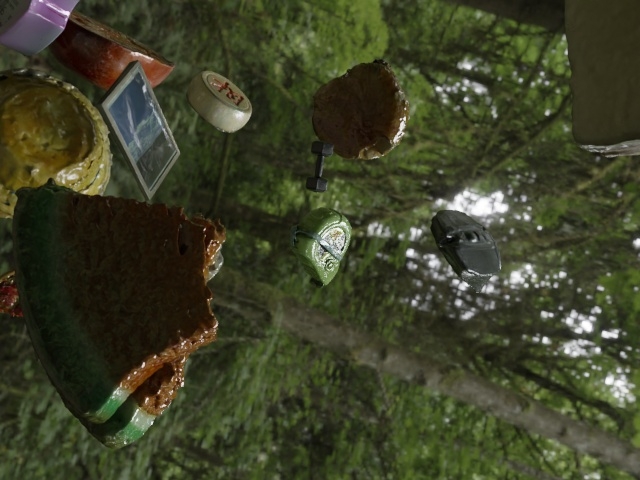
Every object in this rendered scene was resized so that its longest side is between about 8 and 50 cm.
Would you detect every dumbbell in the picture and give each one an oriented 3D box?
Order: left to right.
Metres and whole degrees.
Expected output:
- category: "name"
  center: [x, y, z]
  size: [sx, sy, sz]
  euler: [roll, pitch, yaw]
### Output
- category: "dumbbell"
  center: [-0.002, -0.119, 1.271]
  size: [0.036, 0.040, 0.083]
  euler: [10, -89, 58]

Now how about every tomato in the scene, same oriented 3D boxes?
- category: "tomato"
  center: [-0.551, -0.459, 1.954]
  size: [0.144, 0.338, 0.338]
  euler: [-63, -169, 10]

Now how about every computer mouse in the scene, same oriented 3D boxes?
- category: "computer mouse"
  center: [0.201, 0.009, 1.047]
  size: [0.106, 0.062, 0.192]
  euler: [62, 14, 18]

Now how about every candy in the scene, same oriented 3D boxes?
- category: "candy"
  center: [0.423, -0.272, 1.008]
  size: [0.179, 0.135, 0.321]
  euler: [-12, -102, 50]

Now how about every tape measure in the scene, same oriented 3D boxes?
- category: "tape measure"
  center: [0.000, 0.000, 1.791]
  size: [0.154, 0.087, 0.177]
  euler: [-48, 141, -13]

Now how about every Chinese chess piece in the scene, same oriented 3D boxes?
- category: "Chinese chess piece"
  center: [-0.180, -0.250, 1.400]
  size: [0.051, 0.122, 0.122]
  euler: [-46, -158, 25]

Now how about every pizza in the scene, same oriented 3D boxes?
- category: "pizza"
  center: [-0.532, 0.086, 1.366]
  size: [0.029, 0.100, 0.099]
  euler: [16, -99, 60]

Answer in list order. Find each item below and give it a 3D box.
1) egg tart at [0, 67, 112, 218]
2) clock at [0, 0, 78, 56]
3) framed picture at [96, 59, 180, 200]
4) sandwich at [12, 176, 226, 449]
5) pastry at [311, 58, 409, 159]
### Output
- category: "egg tart"
  center: [-0.645, -0.225, 1.802]
  size: [0.169, 0.388, 0.388]
  euler: [-20, -127, 52]
- category: "clock"
  center: [-0.669, -0.605, 1.810]
  size: [0.338, 0.102, 0.339]
  euler: [-12, -110, 34]
- category: "framed picture"
  center: [-0.402, -0.245, 1.746]
  size: [0.189, 0.023, 0.260]
  euler: [-69, 149, -46]
- category: "sandwich"
  center: [-0.202, 0.057, 0.781]
  size: [0.109, 0.212, 0.292]
  euler: [84, 4, -74]
- category: "pastry"
  center: [0.091, -0.291, 1.726]
  size: [0.229, 0.218, 0.100]
  euler: [-65, 174, 13]
